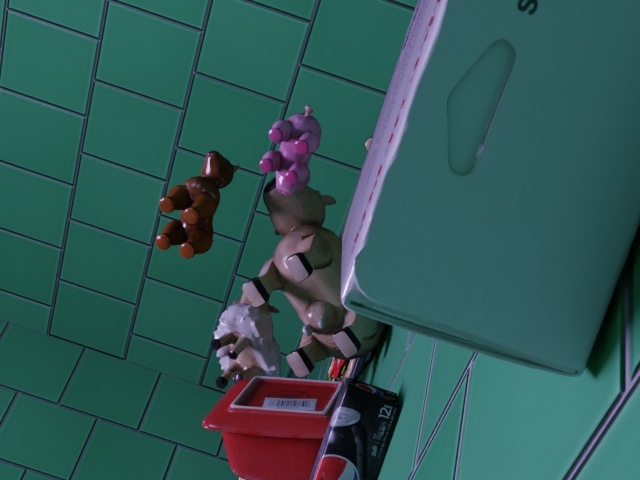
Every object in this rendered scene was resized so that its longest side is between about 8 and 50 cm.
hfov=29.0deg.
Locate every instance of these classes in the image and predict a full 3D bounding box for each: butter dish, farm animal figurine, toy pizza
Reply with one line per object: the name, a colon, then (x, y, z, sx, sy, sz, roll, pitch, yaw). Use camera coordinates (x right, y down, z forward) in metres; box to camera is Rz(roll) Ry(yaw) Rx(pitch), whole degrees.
butter dish: (-0.032, 0.217, 1.314, 0.160, 0.160, 0.118, -43, -45, -74)
farm animal figurine: (0.000, 0.000, 1.416, 0.172, 0.330, 0.327, -41, -63, -59)
toy pizza: (0.033, 0.162, 1.658, 0.201, 0.032, 0.201, -161, 90, -88)

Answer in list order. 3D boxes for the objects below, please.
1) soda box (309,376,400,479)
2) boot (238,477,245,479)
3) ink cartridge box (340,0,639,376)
soda box: (0.020, 0.214, 1.126, 0.060, 0.053, 0.169, -91, 20, -85)
boot: (-0.086, 0.387, 1.978, 0.203, 0.095, 0.262, 178, 109, -89)
ink cartridge box: (0.094, -0.063, 0.657, 0.278, 0.117, 0.201, -82, 11, -83)
